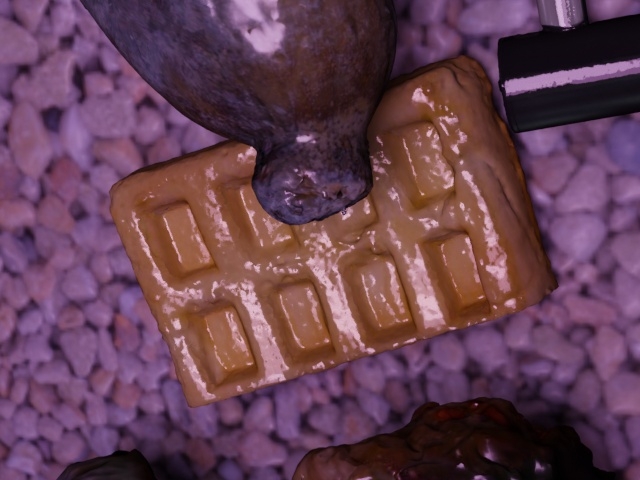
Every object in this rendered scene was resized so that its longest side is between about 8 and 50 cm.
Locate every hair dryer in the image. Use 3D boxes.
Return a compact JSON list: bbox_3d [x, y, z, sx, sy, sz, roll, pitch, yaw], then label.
[{"bbox_3d":[0.143,-0.167,0.669,0.100,0.057,0.197,-10,95,17],"label":"hair dryer"}]

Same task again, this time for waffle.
[{"bbox_3d":[0.000,0.000,0.748,0.274,0.057,0.168,-18,98,21],"label":"waffle"}]

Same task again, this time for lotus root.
[{"bbox_3d":[-0.059,-0.173,0.657,0.175,0.175,0.349,-35,84,22],"label":"lotus root"}]

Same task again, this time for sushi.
[{"bbox_3d":[0.067,0.193,0.688,0.225,0.238,0.218,11,97,15],"label":"sushi"}]

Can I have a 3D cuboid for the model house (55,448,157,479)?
[{"bbox_3d":[-0.237,0.341,0.682,0.297,0.339,0.360,107,147,-43],"label":"model house"}]
